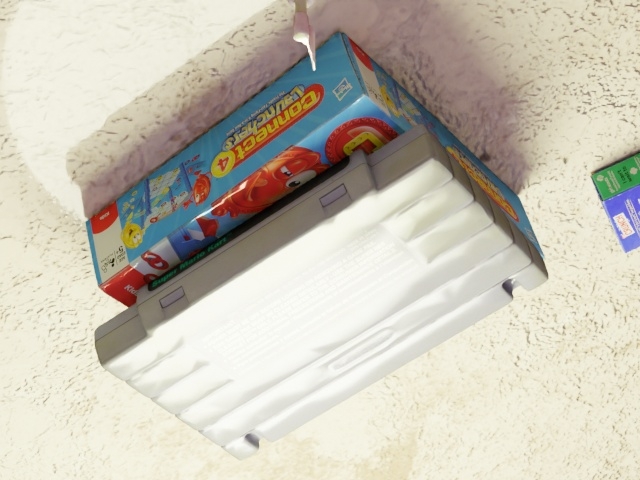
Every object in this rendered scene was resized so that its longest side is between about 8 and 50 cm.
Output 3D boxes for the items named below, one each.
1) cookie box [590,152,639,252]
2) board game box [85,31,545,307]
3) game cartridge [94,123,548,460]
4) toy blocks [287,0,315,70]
[{"bbox_3d":[0.331,-0.047,1.511,0.107,0.040,0.092,-25,137,8],"label":"cookie box"},{"bbox_3d":[0.000,0.000,1.419,0.302,0.086,0.308,-35,135,19],"label":"board game box"},{"bbox_3d":[0.000,0.053,1.369,0.355,0.068,0.230,-32,132,16],"label":"game cartridge"},{"bbox_3d":[-0.025,-0.297,0.932,0.308,0.260,0.289,-11,138,11],"label":"toy blocks"}]
